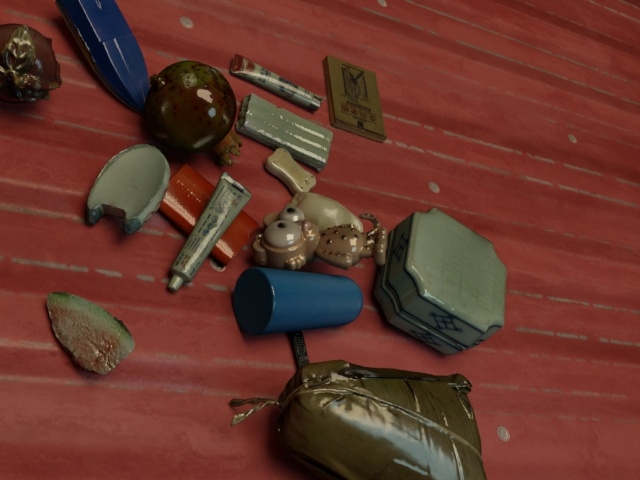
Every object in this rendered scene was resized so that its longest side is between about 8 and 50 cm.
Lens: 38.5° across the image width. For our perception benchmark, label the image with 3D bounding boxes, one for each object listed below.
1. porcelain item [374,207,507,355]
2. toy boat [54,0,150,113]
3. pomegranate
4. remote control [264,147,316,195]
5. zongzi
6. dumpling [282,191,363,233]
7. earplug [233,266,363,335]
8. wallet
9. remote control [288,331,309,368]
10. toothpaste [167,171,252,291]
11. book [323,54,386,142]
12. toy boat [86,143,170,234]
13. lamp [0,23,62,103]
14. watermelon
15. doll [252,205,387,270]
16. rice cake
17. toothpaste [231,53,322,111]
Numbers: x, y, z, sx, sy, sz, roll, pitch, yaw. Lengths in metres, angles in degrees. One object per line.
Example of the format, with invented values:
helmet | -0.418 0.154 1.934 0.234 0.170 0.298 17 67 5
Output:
porcelain item | 0.269 0.095 2.058 0.281 0.157 0.286 30 44 -19
toy boat | -0.444 -0.399 1.942 0.129 0.088 0.295 -28 89 -46
pomegranate | -0.263 -0.251 1.912 0.198 0.198 0.246 -45 130 -47
remote control | -0.068 -0.152 2.073 0.122 0.032 0.074 44 48 -2
zongzi | 0.116 0.434 1.612 0.499 0.218 0.467 13 43 -34
dumpling | -0.002 -0.028 1.988 0.169 0.100 0.134 35 57 -9
earplug | -0.028 0.122 1.840 0.272 0.132 0.133 3 57 -40
wallet | -0.234 -0.056 1.866 0.204 0.045 0.142 41 45 -5
remote control | -0.041 0.223 1.827 0.034 0.016 0.091 10 54 -39
toothpaste | -0.224 -0.013 1.792 0.069 0.047 0.268 25 65 10
book | 0.087 -0.367 2.358 0.161 0.026 0.231 15 52 -29
toy boat | -0.364 -0.094 1.769 0.134 0.079 0.208 13 53 10
lamp | -0.600 -0.347 1.747 0.215 0.151 0.223 26 3 -27
watermelon | -0.400 0.157 1.570 0.094 0.081 0.180 -32 64 -30
doll | 0.001 0.001 1.886 0.277 0.119 0.154 -2 38 0
rice cake | -0.080 -0.254 2.133 0.237 0.043 0.127 26 47 -20
toothpaste | -0.107 -0.378 2.212 0.239 0.039 0.062 24 54 -19
